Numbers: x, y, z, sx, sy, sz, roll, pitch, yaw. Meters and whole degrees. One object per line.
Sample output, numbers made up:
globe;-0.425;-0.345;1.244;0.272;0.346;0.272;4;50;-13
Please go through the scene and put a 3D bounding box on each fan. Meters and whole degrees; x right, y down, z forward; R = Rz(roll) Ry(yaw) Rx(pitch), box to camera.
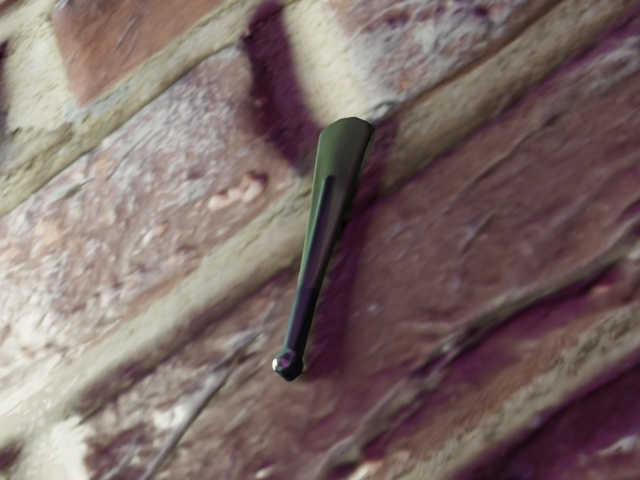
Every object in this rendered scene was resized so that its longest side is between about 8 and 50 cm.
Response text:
fan;0.000;0.000;0.928;0.038;0.016;0.193;-14;46;32
